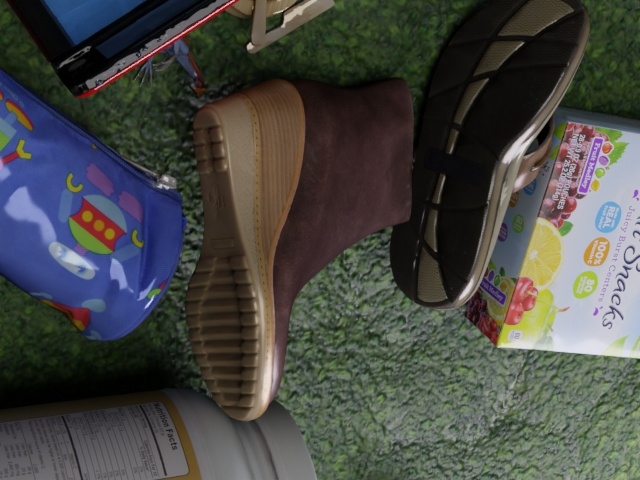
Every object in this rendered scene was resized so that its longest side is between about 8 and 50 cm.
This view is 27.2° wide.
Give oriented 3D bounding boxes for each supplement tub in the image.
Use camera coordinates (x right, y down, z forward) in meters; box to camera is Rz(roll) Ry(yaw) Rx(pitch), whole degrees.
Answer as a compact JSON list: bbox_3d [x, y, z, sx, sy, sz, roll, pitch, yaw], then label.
[{"bbox_3d":[-0.174,0.233,0.993,0.316,0.228,0.228,-5,113,-22],"label":"supplement tub"}]

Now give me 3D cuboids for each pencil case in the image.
[{"bbox_3d":[-0.222,-0.055,0.910,0.306,0.119,0.133,39,88,-31],"label":"pencil case"}]

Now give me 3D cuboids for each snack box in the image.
[{"bbox_3d":[0.241,-0.005,1.160,0.175,0.070,0.207,7,110,-25],"label":"snack box"}]

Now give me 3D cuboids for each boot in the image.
[{"bbox_3d":[0.000,0.000,1.004,0.207,0.090,0.248,-10,103,-43],"label":"boot"}]

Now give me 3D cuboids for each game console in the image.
[{"bbox_3d":[-0.132,-0.174,0.888,0.144,0.124,0.085,-34,112,-6],"label":"game console"}]

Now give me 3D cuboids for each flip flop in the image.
[{"bbox_3d":[0.141,-0.073,1.077,0.080,0.112,0.277,1,111,-52],"label":"flip flop"}]

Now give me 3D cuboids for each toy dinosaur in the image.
[{"bbox_3d":[-0.105,-0.147,0.963,0.082,0.047,0.090,34,94,-32],"label":"toy dinosaur"}]

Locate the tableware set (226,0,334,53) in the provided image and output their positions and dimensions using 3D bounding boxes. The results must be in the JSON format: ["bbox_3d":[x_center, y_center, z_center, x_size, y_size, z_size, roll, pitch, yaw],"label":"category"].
[{"bbox_3d":[0.003,-0.230,0.978,0.194,0.039,0.128,-33,121,-7],"label":"tableware set"}]
